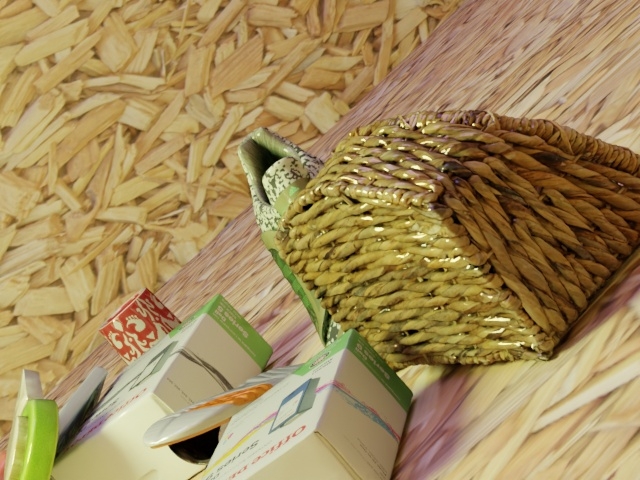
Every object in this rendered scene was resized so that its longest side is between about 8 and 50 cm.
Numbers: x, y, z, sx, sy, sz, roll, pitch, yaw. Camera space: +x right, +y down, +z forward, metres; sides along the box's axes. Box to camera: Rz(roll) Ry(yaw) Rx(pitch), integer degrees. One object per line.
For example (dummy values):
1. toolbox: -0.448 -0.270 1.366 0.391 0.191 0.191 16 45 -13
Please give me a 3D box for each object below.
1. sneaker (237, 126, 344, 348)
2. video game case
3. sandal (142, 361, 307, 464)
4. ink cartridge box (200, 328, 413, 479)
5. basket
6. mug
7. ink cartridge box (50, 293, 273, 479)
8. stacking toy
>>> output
1. sneaker: 0.000 0.000 1.584 0.158 0.182 0.410 -43 34 0
2. video game case: -0.331 0.272 1.902 0.190 0.022 0.173 -60 -10 -69
3. sandal: -0.075 0.195 1.601 0.102 0.076 0.265 -16 2 38
4. ink cartridge box: -0.015 0.185 1.265 0.154 0.093 0.212 -38 11 20
5. basket: 0.122 -0.036 1.300 0.223 0.213 0.299 -46 14 -23
6. mug: -0.229 0.158 2.120 0.113 0.169 0.150 -43 9 -8
7. ink cartridge box: -0.195 0.213 1.860 0.198 0.115 0.273 -38 9 25
8. stacking toy: -0.419 0.301 1.790 0.309 0.130 0.279 -148 71 -70
